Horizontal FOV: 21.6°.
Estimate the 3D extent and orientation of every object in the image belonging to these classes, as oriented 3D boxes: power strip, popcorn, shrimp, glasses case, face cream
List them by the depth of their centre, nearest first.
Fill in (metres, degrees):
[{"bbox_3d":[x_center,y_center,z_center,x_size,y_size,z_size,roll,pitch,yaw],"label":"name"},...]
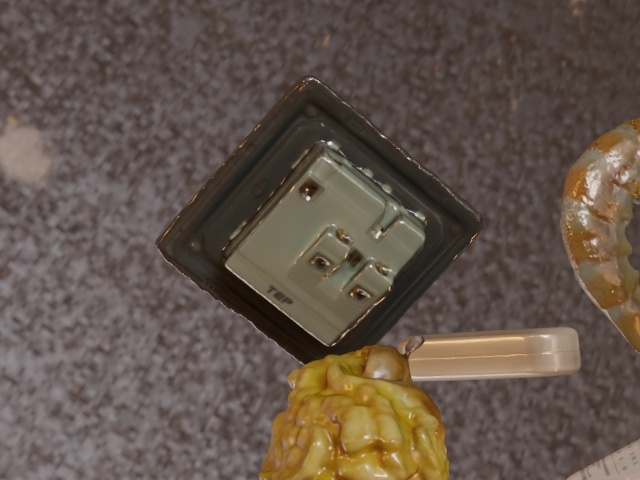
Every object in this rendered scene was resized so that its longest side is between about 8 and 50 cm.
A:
[{"bbox_3d":[0.022,0.169,1.326,0.140,0.194,0.163,12,115,-17],"label":"popcorn"},{"bbox_3d":[0.324,0.223,1.653,0.243,0.092,0.058,-32,108,12],"label":"face cream"},{"bbox_3d":[0.170,0.116,1.706,0.196,0.083,0.050,-6,83,39],"label":"glasses case"},{"bbox_3d":[-0.001,0.002,1.731,0.257,0.092,0.251,38,112,-13],"label":"power strip"},{"bbox_3d":[0.336,-0.011,1.773,0.185,0.287,0.068,7,165,-22],"label":"shrimp"}]
